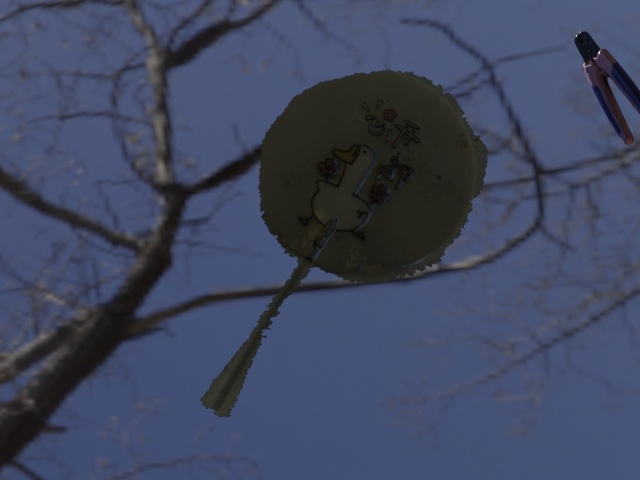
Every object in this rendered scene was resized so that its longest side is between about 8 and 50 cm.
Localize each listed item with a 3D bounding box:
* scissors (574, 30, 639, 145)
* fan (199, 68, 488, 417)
[{"bbox_3d":[0.250,-0.136,1.502,0.012,0.039,0.113,1,-128,-46],"label":"scissors"},{"bbox_3d":[0.000,0.000,1.770,0.414,0.233,0.012,-54,-16,-11],"label":"fan"}]
